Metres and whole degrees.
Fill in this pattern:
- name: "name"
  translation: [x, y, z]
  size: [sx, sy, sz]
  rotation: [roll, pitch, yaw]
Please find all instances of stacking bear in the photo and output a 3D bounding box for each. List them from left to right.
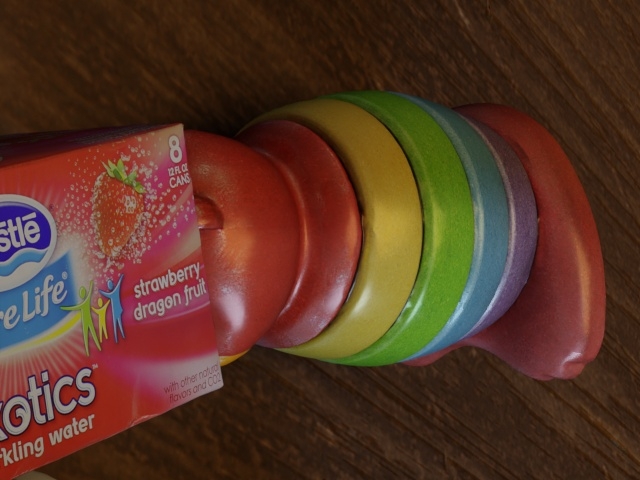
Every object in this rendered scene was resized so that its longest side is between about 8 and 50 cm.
- name: "stacking bear"
  translation: [0.000, 0.000, 0.935]
  size: [0.289, 0.175, 0.164]
  rotation: [-2, 93, -46]

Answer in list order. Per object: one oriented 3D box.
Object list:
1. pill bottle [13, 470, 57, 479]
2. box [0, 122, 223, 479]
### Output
- name: "pill bottle"
  translation: [-0.172, 0.176, 0.666]
  size: [0.229, 0.131, 0.131]
  rotation: [-22, 108, -67]
- name: "box"
  translation: [-0.170, 0.034, 0.719]
  size: [0.257, 0.123, 0.128]
  rotation: [-19, 104, -52]
